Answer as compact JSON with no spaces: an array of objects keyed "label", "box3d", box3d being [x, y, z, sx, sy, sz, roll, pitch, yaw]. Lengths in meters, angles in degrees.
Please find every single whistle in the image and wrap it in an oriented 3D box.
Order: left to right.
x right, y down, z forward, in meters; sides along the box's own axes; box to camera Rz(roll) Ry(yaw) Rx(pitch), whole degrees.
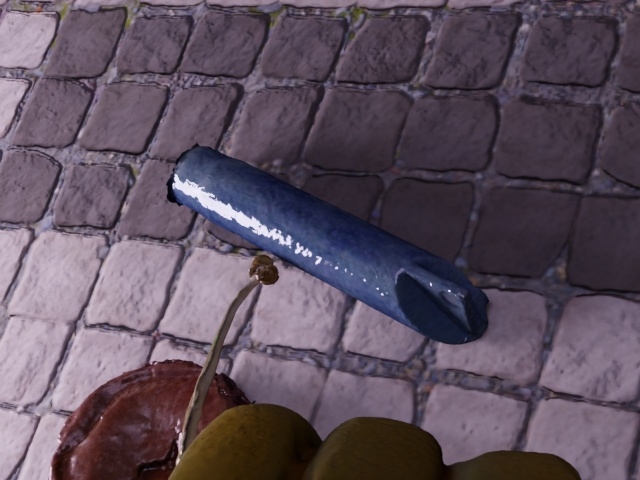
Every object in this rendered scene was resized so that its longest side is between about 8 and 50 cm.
[{"label":"whistle","box3d":[0.000,0.000,1.037,0.304,0.062,0.062,27,77,35]}]

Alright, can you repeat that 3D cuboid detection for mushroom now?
[{"label":"mushroom","box3d":[-0.090,0.126,0.977,0.026,0.028,0.286,29,59,-9]}]

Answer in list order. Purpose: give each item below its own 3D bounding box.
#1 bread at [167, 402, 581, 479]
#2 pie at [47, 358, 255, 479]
[{"label":"bread","box3d":[0.007,0.239,0.771,0.341,0.210,0.300,14,63,17]},{"label":"pie","box3d":[-0.126,0.173,1.000,0.182,0.049,0.182,-12,49,14]}]
